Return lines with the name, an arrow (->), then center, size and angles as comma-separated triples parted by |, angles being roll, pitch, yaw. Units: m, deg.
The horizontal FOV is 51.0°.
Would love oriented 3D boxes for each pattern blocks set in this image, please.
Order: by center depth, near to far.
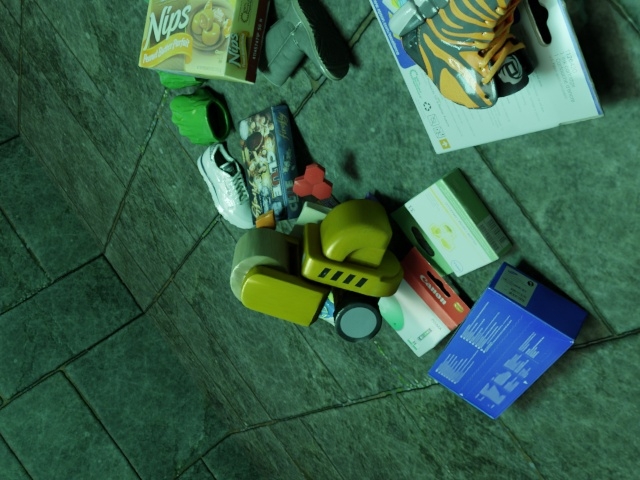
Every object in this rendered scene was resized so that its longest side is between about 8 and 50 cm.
pattern blocks set -> 0.000, 0.000, 1.436 | 0.285, 0.026, 0.325 | 28, 125, -19

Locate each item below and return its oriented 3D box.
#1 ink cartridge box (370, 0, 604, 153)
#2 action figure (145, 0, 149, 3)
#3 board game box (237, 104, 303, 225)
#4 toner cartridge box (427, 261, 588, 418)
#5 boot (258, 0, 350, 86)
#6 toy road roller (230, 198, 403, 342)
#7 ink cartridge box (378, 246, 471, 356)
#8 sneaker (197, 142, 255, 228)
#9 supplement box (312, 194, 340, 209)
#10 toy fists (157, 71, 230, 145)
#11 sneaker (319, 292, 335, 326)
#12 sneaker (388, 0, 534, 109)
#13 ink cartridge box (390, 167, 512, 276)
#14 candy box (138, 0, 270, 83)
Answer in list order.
ink cartridge box -> 0.230, -0.291, 0.955 | 0.307, 0.072, 0.303 | -7, 113, 53
action figure -> -0.478, -0.648, 1.601 | 0.232, 0.063, 0.137 | 38, 149, 33
board game box -> -0.113, -0.162, 1.493 | 0.165, 0.042, 0.243 | -8, 91, 56
toner cartridge box -> 0.332, 0.198, 1.247 | 0.165, 0.075, 0.348 | 34, 145, 13
boot -> -0.044, -0.346, 1.272 | 0.208, 0.076, 0.189 | -32, 79, 53
toy road roller -> 0.005, 0.027, 1.323 | 0.329, 0.202, 0.240 | 16, 114, -11
ink cartridge box -> 0.200, 0.135, 1.406 | 0.181, 0.056, 0.225 | 49, 155, 11
sneaker -> -0.229, -0.137, 1.729 | 0.095, 0.090, 0.235 | -27, 98, 50
supplement box -> 0.004, -0.059, 1.474 | 0.055, 0.083, 0.043 | 47, 148, 14
toy fists -> -0.310, -0.362, 1.611 | 0.142, 0.096, 0.279 | 7, 125, 36
sneaker -> -0.030, 0.162, 1.694 | 0.240, 0.126, 0.091 | 45, 148, 17
sneaker -> 0.224, -0.277, 0.821 | 0.180, 0.124, 0.321 | 54, 159, -4
ink cartridge box -> 0.222, -0.012, 1.247 | 0.171, 0.056, 0.235 | 54, 148, 1
candy box -> -0.245, -0.429, 1.374 | 0.316, 0.087, 0.183 | 19, 100, 44
